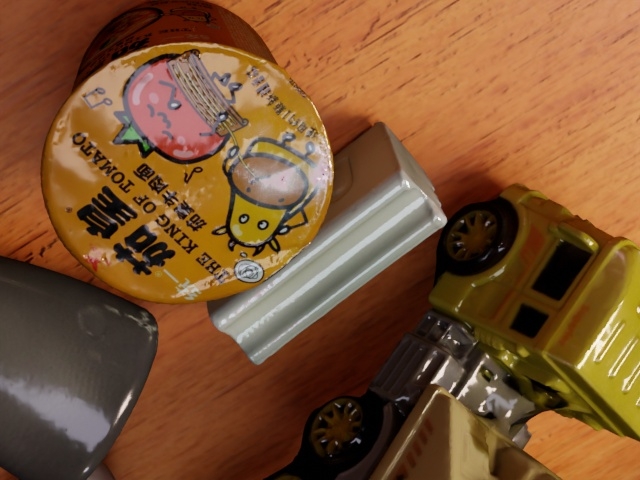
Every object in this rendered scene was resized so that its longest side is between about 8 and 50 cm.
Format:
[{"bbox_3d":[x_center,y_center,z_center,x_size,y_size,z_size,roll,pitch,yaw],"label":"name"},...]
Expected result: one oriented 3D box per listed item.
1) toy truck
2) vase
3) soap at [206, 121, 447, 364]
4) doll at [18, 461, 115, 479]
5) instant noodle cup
[{"bbox_3d":[0.136,0.166,1.436,0.405,0.254,0.180,-55,133,-10],"label":"toy truck"},{"bbox_3d":[-0.305,0.061,1.435,0.321,0.173,0.173,31,109,-14],"label":"vase"},{"bbox_3d":[0.000,0.000,1.461,0.198,0.119,0.066,-37,116,11],"label":"soap"},{"bbox_3d":[-0.225,0.268,1.575,0.106,0.110,0.181,-8,116,-6],"label":"doll"},{"bbox_3d":[-0.106,-0.082,1.372,0.215,0.172,0.216,-3,118,-6],"label":"instant noodle cup"}]
